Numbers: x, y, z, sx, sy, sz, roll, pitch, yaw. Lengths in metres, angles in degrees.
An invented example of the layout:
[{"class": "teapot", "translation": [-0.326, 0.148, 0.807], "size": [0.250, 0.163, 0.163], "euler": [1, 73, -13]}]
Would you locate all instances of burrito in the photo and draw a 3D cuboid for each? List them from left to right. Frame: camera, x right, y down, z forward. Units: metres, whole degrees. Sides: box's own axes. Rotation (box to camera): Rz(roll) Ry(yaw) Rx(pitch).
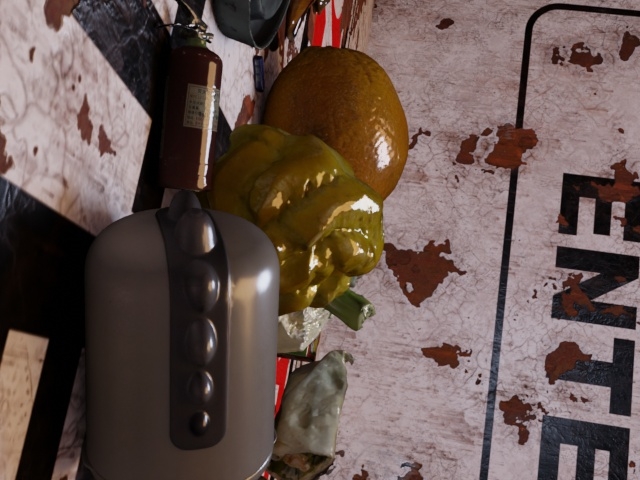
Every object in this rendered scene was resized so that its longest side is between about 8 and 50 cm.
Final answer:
[{"class": "burrito", "translation": [-0.028, 0.382, 1.632], "size": [0.332, 0.135, 0.190], "euler": [-75, -168, -51]}]

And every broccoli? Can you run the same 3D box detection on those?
[{"class": "broccoli", "translation": [-0.034, 0.068, 1.346], "size": [0.145, 0.304, 0.165], "euler": [-34, 152, -54]}]

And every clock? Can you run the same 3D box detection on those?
[{"class": "clock", "translation": [-0.085, -0.454, 1.107], "size": [0.312, 0.061, 0.313], "euler": [16, 90, -85]}]

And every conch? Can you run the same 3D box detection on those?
[{"class": "conch", "translation": [-0.027, -0.561, 1.588], "size": [0.086, 0.080, 0.233], "euler": [31, 68, -74]}]

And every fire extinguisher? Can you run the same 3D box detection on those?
[{"class": "fire extinguisher", "translation": [-0.169, -0.177, 0.890], "size": [0.099, 0.071, 0.231], "euler": [-7, 106, -55]}]

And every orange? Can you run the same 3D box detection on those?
[{"class": "orange", "translation": [0.029, -0.228, 1.507], "size": [0.322, 0.321, 0.357], "euler": [-52, 139, -77]}]

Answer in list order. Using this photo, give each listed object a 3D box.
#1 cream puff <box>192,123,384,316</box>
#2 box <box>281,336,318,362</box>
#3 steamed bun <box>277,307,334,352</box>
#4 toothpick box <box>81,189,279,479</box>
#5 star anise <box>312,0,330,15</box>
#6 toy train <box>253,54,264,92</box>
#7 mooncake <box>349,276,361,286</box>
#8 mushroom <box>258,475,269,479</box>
[{"class": "cream puff", "translation": [-0.074, 0.004, 1.062], "size": [0.257, 0.291, 0.324], "euler": [-55, -173, -30]}, {"class": "box", "translation": [-0.071, 0.196, 1.797], "size": [0.177, 0.148, 0.195], "euler": [69, 29, -74]}, {"class": "steamed bun", "translation": [-0.076, 0.133, 1.496], "size": [0.225, 0.199, 0.171], "euler": [-62, 146, -71]}, {"class": "toothpick box", "translation": [-0.144, 0.103, 0.760], "size": [0.229, 0.228, 0.317], "euler": [-64, 160, -70]}, {"class": "star anise", "translation": [0.026, -0.724, 1.832], "size": [0.288, 0.088, 0.289], "euler": [-173, -90, -83]}, {"class": "toy train", "translation": [-0.117, -0.314, 1.366], "size": [0.083, 0.017, 0.017], "euler": [90, 12, -47]}, {"class": "mooncake", "translation": [0.001, -0.005, 1.666], "size": [0.250, 0.254, 0.136], "euler": [-101, -145, -82]}, {"class": "mushroom", "translation": [-0.165, 0.559, 1.554], "size": [0.350, 0.128, 0.129], "euler": [76, 22, -61]}]
